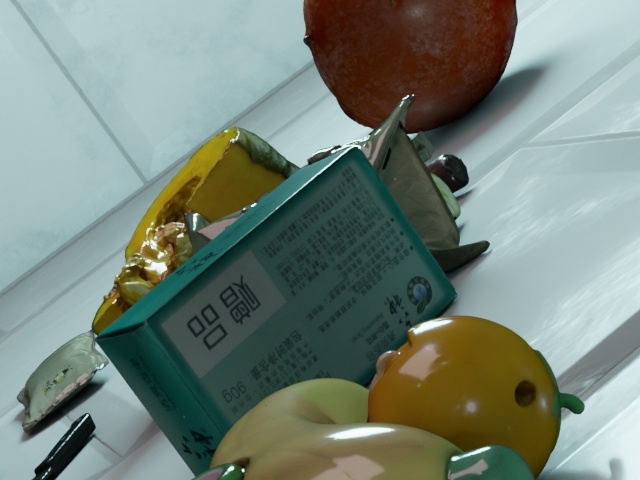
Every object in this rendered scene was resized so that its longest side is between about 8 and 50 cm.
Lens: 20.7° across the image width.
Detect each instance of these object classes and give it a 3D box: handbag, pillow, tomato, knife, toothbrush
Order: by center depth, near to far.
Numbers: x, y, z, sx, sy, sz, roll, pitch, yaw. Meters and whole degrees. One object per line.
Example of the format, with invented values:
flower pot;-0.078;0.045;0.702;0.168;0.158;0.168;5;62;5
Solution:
handbag;0.000;0.000;1.528;0.270;0.183;0.117;-31;-20;18
knife;-0.298;0.252;1.724;0.072;0.019;0.245;-29;14;37
toothbrush;0.009;0.000;1.807;0.364;0.041;0.041;-29;12;37
tomato;0.109;-0.258;2.063;0.265;0.265;0.265;-34;10;7
pillow;-0.312;0.166;2.104;0.130;0.038;0.232;-39;12;-3

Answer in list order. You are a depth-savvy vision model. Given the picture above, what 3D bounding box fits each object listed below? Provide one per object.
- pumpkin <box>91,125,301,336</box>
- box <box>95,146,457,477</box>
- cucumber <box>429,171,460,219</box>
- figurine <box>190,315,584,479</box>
pumpkin;-0.099;0.010;1.729;0.190;0.139;0.280;-40;17;23
box;-0.029;0.059;1.346;0.245;0.153;0.092;-40;11;-33
cucumber;0.015;0.019;1.623;0.241;0.074;0.074;-35;10;16
figurine;0.032;0.123;0.950;0.222;0.124;0.324;-35;6;3
